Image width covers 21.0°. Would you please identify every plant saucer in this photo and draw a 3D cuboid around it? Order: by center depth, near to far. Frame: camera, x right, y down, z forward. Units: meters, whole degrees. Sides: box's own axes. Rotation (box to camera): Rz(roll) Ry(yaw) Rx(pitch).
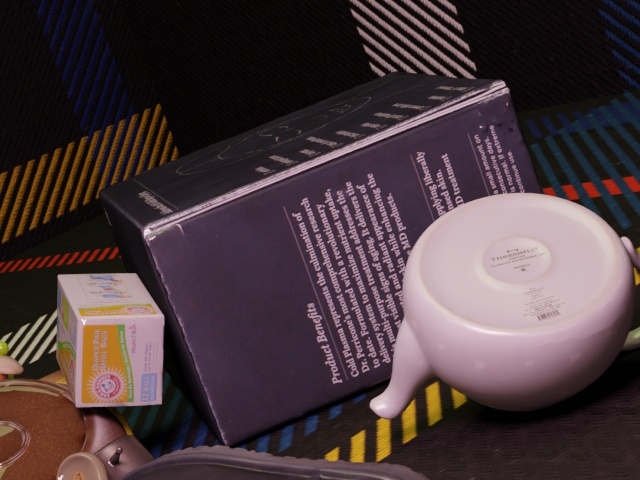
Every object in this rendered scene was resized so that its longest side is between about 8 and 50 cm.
[{"bbox_3d":[-0.377,0.252,1.999,0.310,0.050,0.311,-5,34,3],"label":"plant saucer"}]

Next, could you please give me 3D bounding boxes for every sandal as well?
[{"bbox_3d":[-0.227,0.280,1.696,0.072,0.049,0.180,-28,54,5],"label":"sandal"}]

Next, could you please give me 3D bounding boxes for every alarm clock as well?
[{"bbox_3d":[-0.225,0.273,1.845,0.129,0.064,0.192,-44,-10,-3],"label":"alarm clock"}]

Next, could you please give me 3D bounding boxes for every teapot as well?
[{"bbox_3d":[0.210,0.085,1.781,0.256,0.187,0.252,15,47,25],"label":"teapot"}]

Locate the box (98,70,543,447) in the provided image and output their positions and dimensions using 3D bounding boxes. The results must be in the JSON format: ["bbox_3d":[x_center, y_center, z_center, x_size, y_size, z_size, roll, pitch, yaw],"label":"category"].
[{"bbox_3d":[0.000,0.000,2.229,0.471,0.297,0.480,-21,11,-10],"label":"box"}]

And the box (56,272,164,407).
[{"bbox_3d":[-0.256,0.118,2.081,0.103,0.114,0.203,-1,13,-15],"label":"box"}]

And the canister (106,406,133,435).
[{"bbox_3d":[-0.319,0.264,2.101,0.170,0.073,0.126,-22,12,-20],"label":"canister"}]

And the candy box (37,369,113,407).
[{"bbox_3d":[-0.434,0.272,2.224,0.316,0.088,0.183,-25,11,-23],"label":"candy box"}]

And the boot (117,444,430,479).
[{"bbox_3d":[-0.153,0.284,1.338,0.367,0.146,0.445,-12,4,32],"label":"boot"}]

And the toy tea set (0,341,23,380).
[{"bbox_3d":[-0.513,0.130,2.269,0.336,0.124,0.200,14,5,26],"label":"toy tea set"}]
